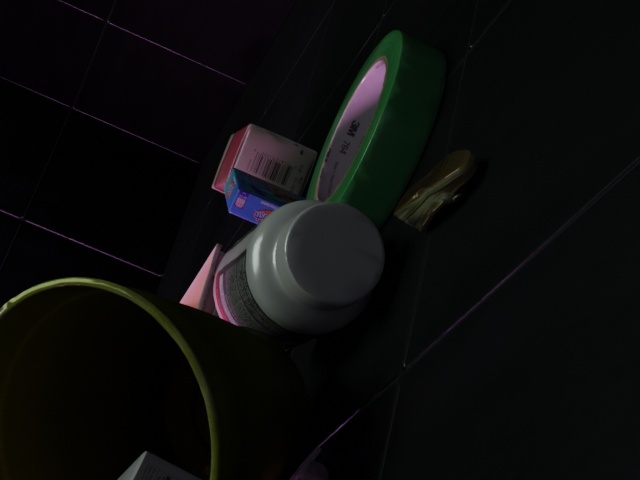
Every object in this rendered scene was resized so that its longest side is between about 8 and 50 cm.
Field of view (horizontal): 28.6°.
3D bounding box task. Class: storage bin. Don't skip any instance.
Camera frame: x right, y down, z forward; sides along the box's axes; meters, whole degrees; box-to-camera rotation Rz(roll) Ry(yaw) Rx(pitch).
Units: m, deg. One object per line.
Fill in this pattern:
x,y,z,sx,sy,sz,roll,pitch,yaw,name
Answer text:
-0.214,0.194,2.364,0.262,0.123,0.260,-52,19,51,storage bin

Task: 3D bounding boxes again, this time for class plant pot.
-0.190,0.226,1.535,0.353,0.366,0.367,2,-64,-63,plant pot

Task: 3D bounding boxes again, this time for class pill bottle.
-0.028,0.045,1.675,0.318,0.176,0.176,146,146,-70,pill bottle

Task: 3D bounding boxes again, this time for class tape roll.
0.075,-0.144,1.827,0.321,0.077,0.321,-157,90,-79,tape roll

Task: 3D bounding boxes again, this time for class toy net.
-0.037,0.325,1.531,0.232,0.045,0.122,-55,-5,36,toy net

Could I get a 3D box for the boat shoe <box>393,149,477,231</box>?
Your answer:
0.142,-0.055,1.459,0.153,0.048,0.056,-41,15,51,boat shoe

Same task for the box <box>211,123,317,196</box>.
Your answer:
-0.115,-0.139,2.492,0.232,0.148,0.127,176,115,-78,box

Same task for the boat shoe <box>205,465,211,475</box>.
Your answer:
-0.205,0.359,2.068,0.111,0.104,0.307,-58,15,-2,boat shoe

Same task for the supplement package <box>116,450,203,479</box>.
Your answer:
-0.115,0.366,1.181,0.199,0.262,0.198,-47,16,55,supplement package

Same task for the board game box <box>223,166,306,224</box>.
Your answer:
-0.084,-0.059,2.171,0.210,0.160,0.047,-114,48,-75,board game box
